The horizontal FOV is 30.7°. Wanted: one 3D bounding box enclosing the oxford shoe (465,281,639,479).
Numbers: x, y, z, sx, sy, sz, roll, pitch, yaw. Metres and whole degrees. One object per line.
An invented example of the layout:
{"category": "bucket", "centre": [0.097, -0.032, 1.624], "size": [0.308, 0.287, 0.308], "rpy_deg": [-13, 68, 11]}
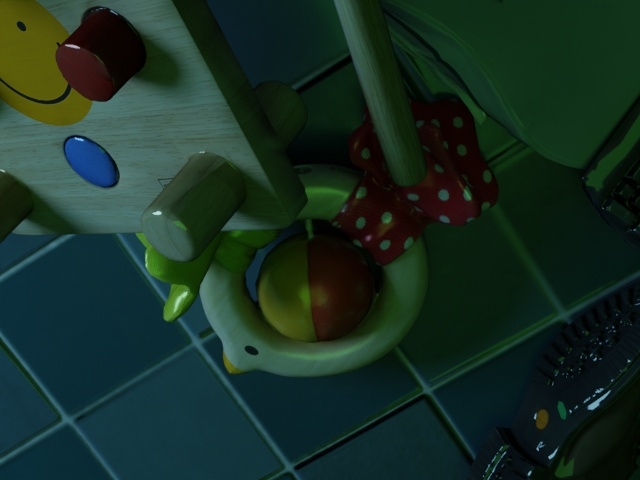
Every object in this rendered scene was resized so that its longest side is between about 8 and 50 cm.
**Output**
{"category": "oxford shoe", "centre": [0.203, 0.128, 0.863], "size": [0.096, 0.083, 0.227], "rpy_deg": [24, 110, -26]}

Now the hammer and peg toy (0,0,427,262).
{"category": "hammer and peg toy", "centre": [-0.113, -0.100, 0.613], "size": [0.361, 0.127, 0.266], "rpy_deg": [0, 130, 38]}

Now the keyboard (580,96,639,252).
{"category": "keyboard", "centre": [0.331, -0.102, 0.767], "size": [0.201, 0.033, 0.317], "rpy_deg": [32, 101, -22]}

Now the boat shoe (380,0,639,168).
{"category": "boat shoe", "centre": [0.078, -0.168, 0.733], "size": [0.367, 0.156, 0.136], "rpy_deg": [24, 106, -36]}

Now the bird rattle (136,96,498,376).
{"category": "bird rattle", "centre": [0.000, 0.000, 0.821], "size": [0.253, 0.143, 0.207], "rpy_deg": [-11, 120, -7]}
